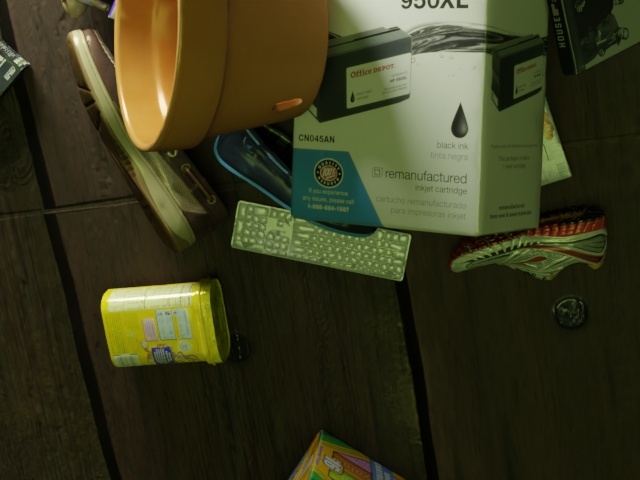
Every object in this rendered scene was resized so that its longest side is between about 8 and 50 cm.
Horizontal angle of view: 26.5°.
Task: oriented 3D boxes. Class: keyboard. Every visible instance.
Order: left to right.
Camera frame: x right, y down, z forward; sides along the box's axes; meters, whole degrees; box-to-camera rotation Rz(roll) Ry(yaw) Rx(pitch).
[{"bbox_3d":[0.000,0.000,1.965,0.256,0.014,0.072,11,110,4],"label":"keyboard"}]

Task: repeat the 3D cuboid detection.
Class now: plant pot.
[{"bbox_3d":[-0.119,-0.252,1.656,0.203,0.291,0.290,-1,111,-22],"label":"plant pot"}]

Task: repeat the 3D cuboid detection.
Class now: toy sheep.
[{"bbox_3d":[-0.314,-0.366,1.848,0.091,0.091,0.132,27,96,-2],"label":"toy sheep"}]

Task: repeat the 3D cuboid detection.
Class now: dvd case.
[{"bbox_3d":[0.365,-0.327,1.701,0.030,0.239,0.179,4,115,47],"label":"dvd case"}]

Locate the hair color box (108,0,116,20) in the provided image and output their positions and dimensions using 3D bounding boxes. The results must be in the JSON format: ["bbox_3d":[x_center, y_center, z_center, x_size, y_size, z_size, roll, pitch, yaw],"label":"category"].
[{"bbox_3d":[-0.123,-0.409,1.777,0.185,0.110,0.339,24,110,-13],"label":"hair color box"}]

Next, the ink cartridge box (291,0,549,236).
[{"bbox_3d":[0.122,-0.216,1.700,0.285,0.166,0.395,6,97,35],"label":"ink cartridge box"}]

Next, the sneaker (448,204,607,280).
[{"bbox_3d":[0.290,0.020,1.892,0.225,0.088,0.092,-9,109,11],"label":"sneaker"}]

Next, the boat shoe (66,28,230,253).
[{"bbox_3d":[-0.237,-0.155,1.907,0.123,0.123,0.342,-31,98,-14],"label":"boat shoe"}]

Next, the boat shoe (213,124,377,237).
[{"bbox_3d":[-0.025,-0.092,1.886,0.258,0.109,0.089,26,121,-4],"label":"boat shoe"}]

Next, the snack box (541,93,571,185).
[{"bbox_3d":[0.288,-0.162,1.863,0.064,0.022,0.178,-17,106,14],"label":"snack box"}]

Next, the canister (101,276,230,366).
[{"bbox_3d":[-0.230,0.124,2.010,0.170,0.073,0.126,-5,108,11],"label":"canister"}]

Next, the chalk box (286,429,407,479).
[{"bbox_3d":[0.069,0.455,2.028,0.289,0.179,0.180,32,109,-5],"label":"chalk box"}]

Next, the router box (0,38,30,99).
[{"bbox_3d":[-0.490,-0.237,1.940,0.092,0.038,0.122,42,109,-8],"label":"router box"}]
